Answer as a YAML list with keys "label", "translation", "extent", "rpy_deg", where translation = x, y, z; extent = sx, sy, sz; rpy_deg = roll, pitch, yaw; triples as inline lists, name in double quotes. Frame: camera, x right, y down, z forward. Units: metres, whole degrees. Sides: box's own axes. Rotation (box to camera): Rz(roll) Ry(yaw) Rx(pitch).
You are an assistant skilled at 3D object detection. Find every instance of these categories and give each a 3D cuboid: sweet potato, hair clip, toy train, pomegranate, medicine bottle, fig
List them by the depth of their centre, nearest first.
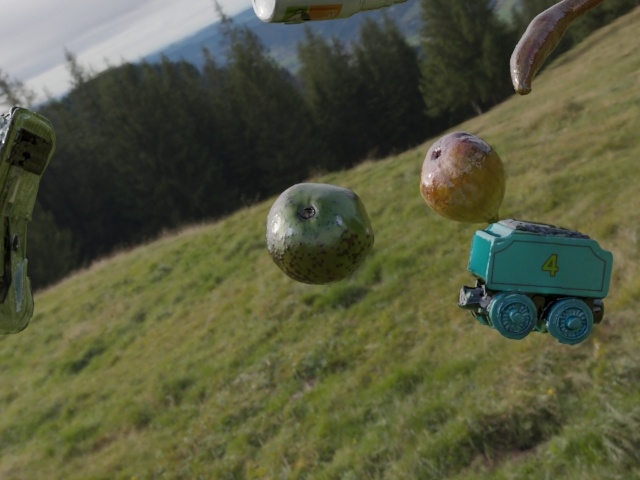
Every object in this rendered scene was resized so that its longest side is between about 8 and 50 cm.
- label: "medicine bottle"
  translation: [0.013, -0.306, 1.051]
  extent: [0.220, 0.061, 0.092]
  rpy_deg: [-14, -3, -33]
- label: "toy train"
  translation: [0.281, 0.053, 1.087]
  extent: [0.197, 0.154, 0.107]
  rpy_deg: [7, 6, -7]
- label: "hair clip"
  translation: [-0.464, -0.028, 1.187]
  extent: [0.091, 0.321, 0.138]
  rpy_deg: [4, -8, 18]
- label: "sweet potato"
  translation: [0.355, -0.321, 1.287]
  extent: [0.078, 0.058, 0.255]
  rpy_deg: [20, 58, 43]
- label: "fig"
  translation: [0.286, -0.075, 1.538]
  extent: [0.159, 0.257, 0.159]
  rpy_deg: [-28, 27, 16]
- label: "pomegranate"
  translation: [0.000, 0.000, 1.624]
  extent: [0.214, 0.214, 0.248]
  rpy_deg: [-28, -27, -8]
